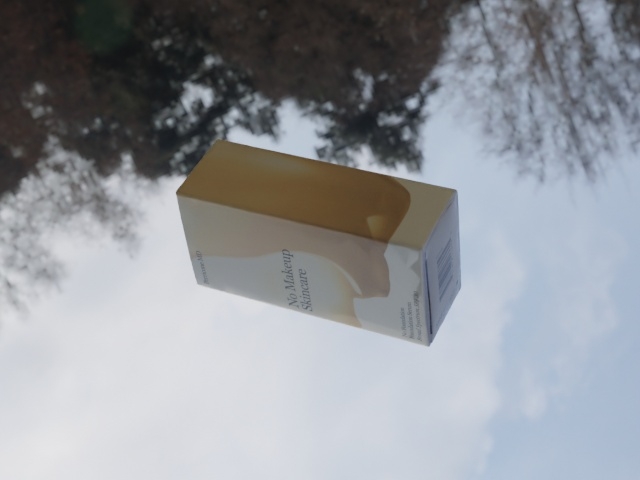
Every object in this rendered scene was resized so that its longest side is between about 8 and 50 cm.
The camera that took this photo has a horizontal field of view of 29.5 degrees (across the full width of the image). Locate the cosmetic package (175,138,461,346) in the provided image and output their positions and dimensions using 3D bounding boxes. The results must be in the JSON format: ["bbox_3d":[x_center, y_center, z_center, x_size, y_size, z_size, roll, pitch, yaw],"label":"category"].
[{"bbox_3d":[0.000,0.000,0.523,0.115,0.060,0.041,12,-135,23],"label":"cosmetic package"}]
